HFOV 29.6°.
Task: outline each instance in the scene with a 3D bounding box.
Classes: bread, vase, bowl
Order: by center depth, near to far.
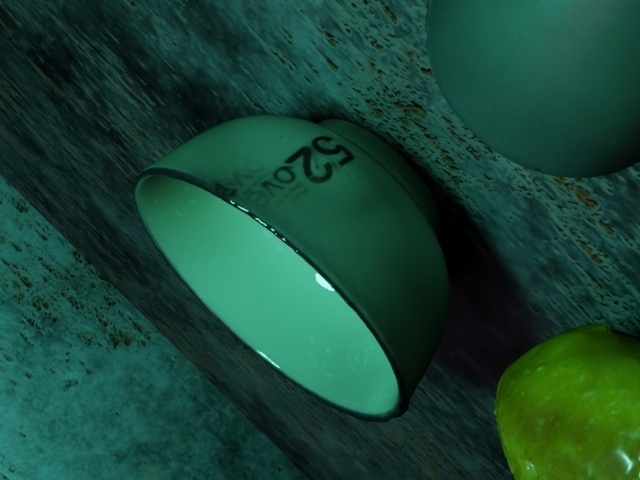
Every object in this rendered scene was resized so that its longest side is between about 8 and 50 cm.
[{"bbox_3d":[0.183,-0.169,0.620,0.173,0.173,0.321,42,155,3],"label":"vase"},{"bbox_3d":[0.309,0.249,1.058,0.361,0.250,0.394,14,143,52],"label":"bread"},{"bbox_3d":[0.000,0.000,1.233,0.354,0.185,0.354,37,159,17],"label":"bowl"}]
